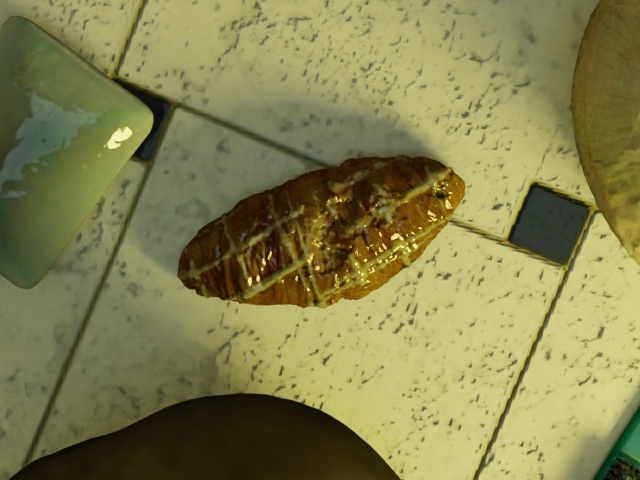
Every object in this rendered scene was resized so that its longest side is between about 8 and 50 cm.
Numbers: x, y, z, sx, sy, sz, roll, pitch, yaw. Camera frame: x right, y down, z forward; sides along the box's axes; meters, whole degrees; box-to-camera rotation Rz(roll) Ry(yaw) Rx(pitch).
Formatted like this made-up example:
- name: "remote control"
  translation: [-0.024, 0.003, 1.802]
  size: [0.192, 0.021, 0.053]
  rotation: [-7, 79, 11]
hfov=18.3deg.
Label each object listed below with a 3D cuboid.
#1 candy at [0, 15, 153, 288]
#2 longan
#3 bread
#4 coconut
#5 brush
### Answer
- name: "candy"
  translation: [-0.227, -0.066, 1.510]
  size: [0.138, 0.071, 0.174]
  rotation: [36, 99, -2]
- name: "longan"
  translation: [-0.092, 0.275, 1.434]
  size: [0.361, 0.361, 0.361]
  rotation: [0, 98, 3]
- name: "bread"
  translation: [0.000, 0.000, 1.507]
  size: [0.233, 0.076, 0.105]
  rotation: [-18, 95, 7]
- name: "coconut"
  translation: [0.317, -0.090, 1.387]
  size: [0.297, 0.254, 0.297]
  rotation: [0, 96, 2]
- name: "brush"
  translation: [0.251, 0.164, 1.536]
  size: [0.043, 0.032, 0.193]
  rotation: [30, 100, -1]
